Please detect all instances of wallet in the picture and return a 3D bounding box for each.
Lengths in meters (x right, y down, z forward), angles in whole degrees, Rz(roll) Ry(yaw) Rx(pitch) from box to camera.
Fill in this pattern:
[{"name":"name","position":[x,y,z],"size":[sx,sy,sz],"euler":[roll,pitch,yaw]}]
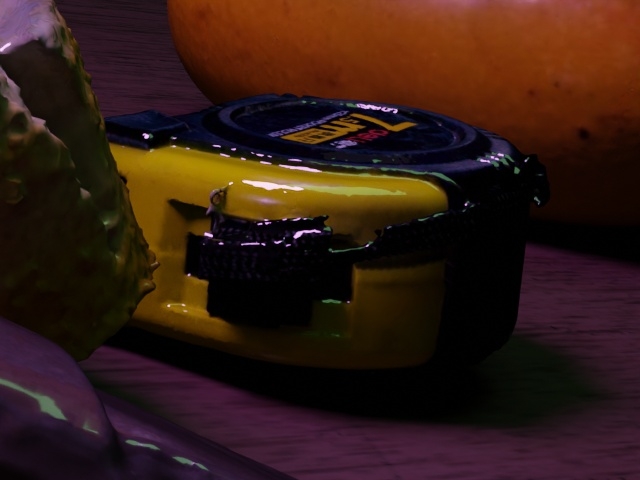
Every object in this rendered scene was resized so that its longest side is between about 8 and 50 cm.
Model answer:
[{"name":"wallet","position":[-0.104,0.037,0.508],"size":[0.309,0.042,0.165],"euler":[25,-10,-7]}]

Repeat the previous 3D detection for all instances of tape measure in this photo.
[{"name":"tape measure","position":[0.000,0.000,0.833],"size":[0.186,0.112,0.199],"euler":[10,17,28]}]

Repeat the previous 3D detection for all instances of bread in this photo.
[{"name":"bread","position":[-0.188,-0.023,0.689],"size":[0.186,0.124,0.257],"euler":[-29,29,-36]}]

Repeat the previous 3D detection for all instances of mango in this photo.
[{"name":"mango","position":[0.100,-0.138,1.224],"size":[0.445,0.232,0.300],"euler":[11,16,26]}]
